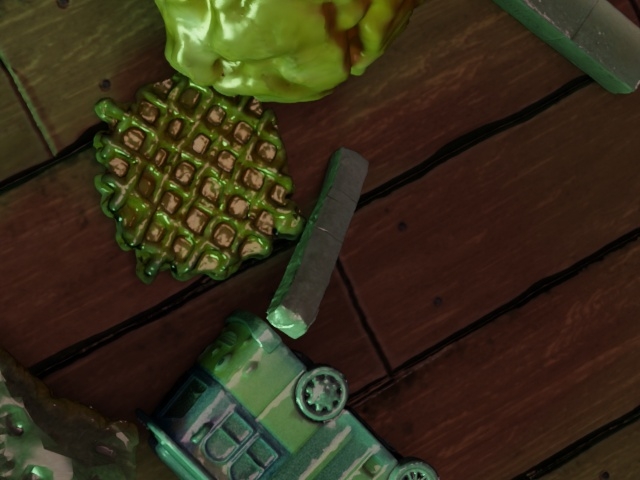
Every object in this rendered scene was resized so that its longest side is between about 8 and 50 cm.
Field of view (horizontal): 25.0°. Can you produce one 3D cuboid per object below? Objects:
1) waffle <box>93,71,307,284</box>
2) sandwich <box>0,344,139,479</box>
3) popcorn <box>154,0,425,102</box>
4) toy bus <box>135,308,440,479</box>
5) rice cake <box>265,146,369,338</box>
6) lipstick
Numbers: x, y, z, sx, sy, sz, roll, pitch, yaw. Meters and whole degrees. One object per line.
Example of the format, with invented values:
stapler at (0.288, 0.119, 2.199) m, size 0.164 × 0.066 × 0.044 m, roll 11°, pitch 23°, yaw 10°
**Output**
waffle at (-0.134, -0.065, 1.517) m, size 0.204 × 0.054 × 0.223 m, roll -17°, pitch 96°, yaw -15°
sandwich at (-0.317, 0.254, 1.410) m, size 0.325 × 0.131 × 0.262 m, roll 35°, pitch 63°, yaw -14°
popcorn at (-0.021, -0.333, 1.382) m, size 0.354 × 0.344 × 0.390 m, roll -15°, pitch 91°, yaw -9°
toy bus at (-0.024, 0.236, 1.517) m, size 0.190 × 0.152 × 0.312 m, roll -45°, pitch 105°, yaw -9°
rice cake at (0.000, 0.000, 1.501) m, size 0.045 × 0.042 × 0.245 m, roll 34°, pitch 49°, yaw -14°
lipstick at (0.237, -0.281, 1.603) m, size 0.317 × 0.066 × 0.068 m, roll 36°, pitch 84°, yaw -15°
